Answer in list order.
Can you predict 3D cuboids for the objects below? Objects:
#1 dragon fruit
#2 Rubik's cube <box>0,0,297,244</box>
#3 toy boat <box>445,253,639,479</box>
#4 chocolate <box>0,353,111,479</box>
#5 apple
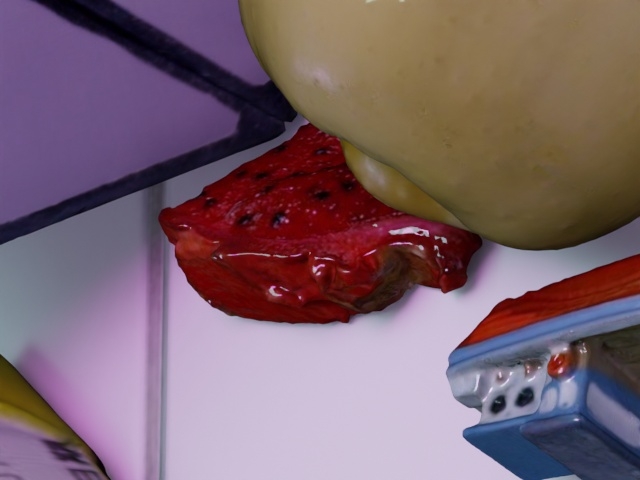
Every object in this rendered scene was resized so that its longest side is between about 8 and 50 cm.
[{"bbox_3d":[-0.003,-0.001,0.774,0.131,0.063,0.097,27,93,45],"label":"dragon fruit"},{"bbox_3d":[-0.212,-0.186,0.795,0.305,0.307,0.310,43,144,44],"label":"Rubik's cube"},{"bbox_3d":[0.117,0.043,0.640,0.173,0.069,0.058,-18,48,38],"label":"toy boat"},{"bbox_3d":[-0.188,0.221,0.806,0.289,0.137,0.301,40,102,44],"label":"chocolate"},{"bbox_3d":[0.064,-0.094,0.661,0.200,0.200,0.200,-18,62,38],"label":"apple"}]
